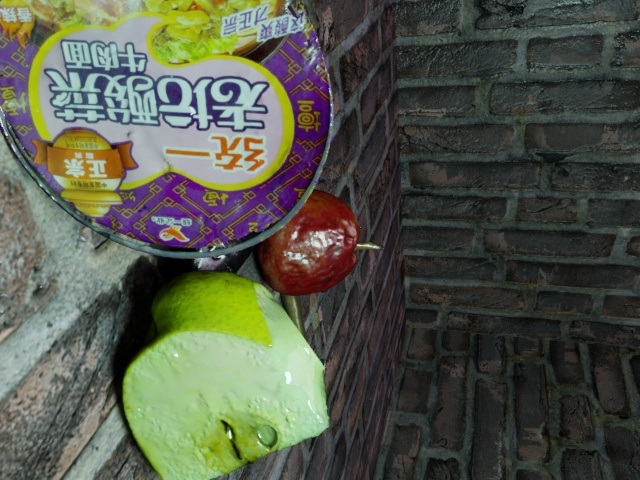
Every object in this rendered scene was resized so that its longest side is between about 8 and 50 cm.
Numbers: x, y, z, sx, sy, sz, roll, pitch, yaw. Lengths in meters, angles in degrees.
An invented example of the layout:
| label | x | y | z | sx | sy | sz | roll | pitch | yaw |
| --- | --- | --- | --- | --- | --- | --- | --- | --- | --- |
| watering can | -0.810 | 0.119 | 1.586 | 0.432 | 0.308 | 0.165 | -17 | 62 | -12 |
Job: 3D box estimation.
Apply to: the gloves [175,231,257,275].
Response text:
| label | x | y | z | sx | sy | sz | roll | pitch | yaw |
| --- | --- | --- | --- | --- | --- | --- | --- | --- | --- |
| gloves | -0.160 | -0.022 | 0.916 | 0.164 | 0.124 | 0.203 | 69 | 42 | -76 |

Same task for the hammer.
| label | x | y | z | sx | sy | sz | roll | pitch | yaw |
| --- | --- | --- | --- | --- | --- | --- | --- | --- | --- |
| hammer | -0.048 | 0.264 | 1.457 | 0.168 | 0.044 | 0.440 | -67 | 155 | -47 |

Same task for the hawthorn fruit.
| label | x | y | z | sx | sy | sz | roll | pitch | yaw |
| --- | --- | --- | --- | --- | --- | --- | --- | --- | --- |
| hawthorn fruit | 0.000 | 0.000 | 1.211 | 0.210 | 0.266 | 0.230 | -96 | -175 | -67 |

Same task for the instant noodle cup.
| label | x | y | z | sx | sy | sz | roll | pitch | yaw |
| --- | --- | --- | --- | --- | --- | --- | --- | --- | --- |
| instant noodle cup | -0.137 | -0.189 | 0.637 | 0.266 | 0.340 | 0.340 | -76 | 162 | -60 |

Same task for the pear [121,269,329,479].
| label | x | y | z | sx | sy | sz | roll | pitch | yaw |
| --- | --- | --- | --- | --- | --- | --- | --- | --- | --- |
| pear | -0.150 | 0.172 | 0.812 | 0.282 | 0.286 | 0.176 | 58 | 12 | -24 |
